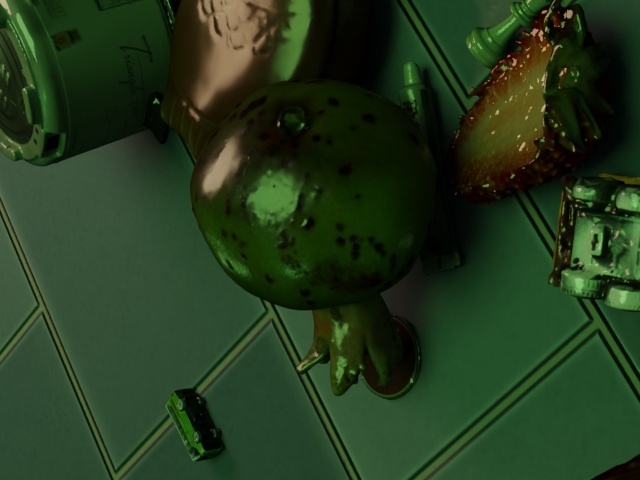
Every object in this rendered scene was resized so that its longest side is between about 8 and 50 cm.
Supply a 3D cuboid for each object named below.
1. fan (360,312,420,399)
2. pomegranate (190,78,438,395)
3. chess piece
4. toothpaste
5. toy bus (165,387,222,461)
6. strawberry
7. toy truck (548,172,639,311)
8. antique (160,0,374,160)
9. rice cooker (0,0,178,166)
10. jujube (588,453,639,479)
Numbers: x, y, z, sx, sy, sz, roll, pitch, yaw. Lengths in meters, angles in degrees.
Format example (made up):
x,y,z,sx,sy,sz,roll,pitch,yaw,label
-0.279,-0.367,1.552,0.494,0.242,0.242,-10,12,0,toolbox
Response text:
x,y,z,sx,sy,sz,roll,pitch,yaw,label
0.059,0.092,1.578,0.085,0.005,0.133,-35,66,39,fan
-0.015,-0.008,1.480,0.231,0.231,0.286,40,131,38,pomegranate
0.177,-0.198,1.448,0.093,0.042,0.042,-41,61,30,chess piece
0.101,-0.070,1.524,0.049,0.031,0.204,-14,81,46,toothpaste
-0.139,0.203,1.755,0.037,0.031,0.083,-54,53,38,toy bus
0.191,-0.114,1.412,0.208,0.087,0.167,155,125,-67,strawberry
0.296,0.012,1.261,0.270,0.135,0.114,14,101,49,toy truck
-0.050,-0.203,1.610,0.223,0.129,0.278,44,118,36,antique
-0.260,-0.213,1.747,0.280,0.227,0.241,54,151,23,rice cooker
0.271,0.257,1.233,0.342,0.216,0.216,-51,55,22,jujube
